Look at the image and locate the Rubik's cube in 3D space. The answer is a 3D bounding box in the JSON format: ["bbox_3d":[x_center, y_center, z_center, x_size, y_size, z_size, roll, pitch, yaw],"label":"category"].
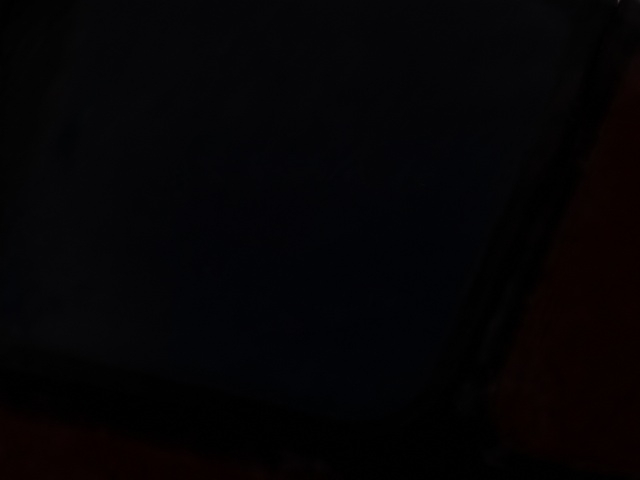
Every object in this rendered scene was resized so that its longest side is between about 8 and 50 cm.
[{"bbox_3d":[0.000,0.000,0.646,0.313,0.318,0.316,15,22,-18],"label":"Rubik's cube"}]
